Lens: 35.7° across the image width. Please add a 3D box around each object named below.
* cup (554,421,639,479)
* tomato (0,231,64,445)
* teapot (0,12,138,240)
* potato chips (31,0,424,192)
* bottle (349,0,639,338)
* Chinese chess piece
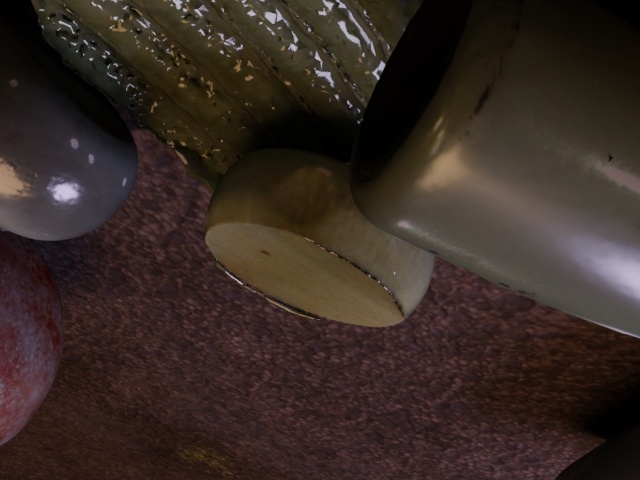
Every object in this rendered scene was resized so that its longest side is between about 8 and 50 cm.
[{"bbox_3d":[0.436,0.289,1.006,0.356,0.260,0.274,-7,153,-19],"label":"cup"},{"bbox_3d":[-0.436,0.093,1.070,0.316,0.283,0.317,11,144,8],"label":"tomato"},{"bbox_3d":[-0.240,-0.083,0.788,0.193,0.129,0.294,52,-174,12],"label":"teapot"},{"bbox_3d":[-0.005,-0.113,0.742,0.358,0.070,0.429,-8,140,38],"label":"potato chips"},{"bbox_3d":[0.197,-0.021,0.588,0.346,0.169,0.168,25,148,-16],"label":"bottle"},{"bbox_3d":[0.000,0.000,0.802,0.188,0.083,0.188,19,160,7],"label":"Chinese chess piece"}]
